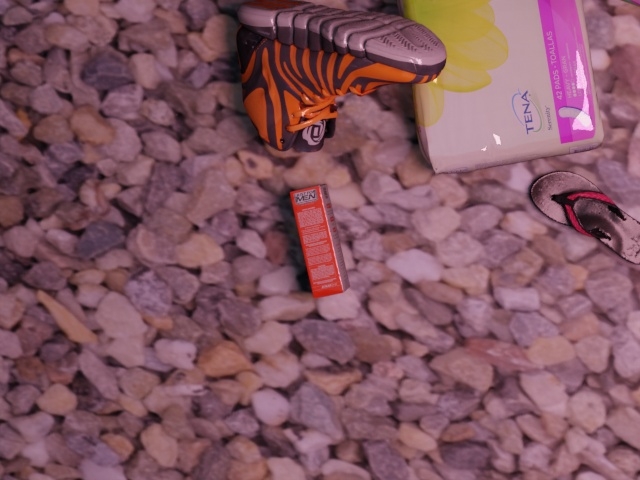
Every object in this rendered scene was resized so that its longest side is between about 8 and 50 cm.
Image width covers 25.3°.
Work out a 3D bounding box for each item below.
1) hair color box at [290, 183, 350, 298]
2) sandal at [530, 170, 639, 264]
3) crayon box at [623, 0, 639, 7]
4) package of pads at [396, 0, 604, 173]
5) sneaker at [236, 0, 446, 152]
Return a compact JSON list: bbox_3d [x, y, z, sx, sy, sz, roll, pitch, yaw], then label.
[{"bbox_3d":[0.000,0.000,1.849,0.043,0.072,0.141,-12,92,8],"label":"hair color box"},{"bbox_3d":[0.351,-0.031,1.815,0.179,0.040,0.067,32,98,4],"label":"sandal"},{"bbox_3d":[0.341,-0.433,1.601,0.313,0.363,0.106,-42,128,-10],"label":"crayon box"},{"bbox_3d":[0.218,-0.241,1.787,0.229,0.101,0.297,-10,92,8],"label":"package of pads"},{"bbox_3d":[0.024,-0.192,1.774,0.321,0.124,0.180,20,117,43],"label":"sneaker"}]
